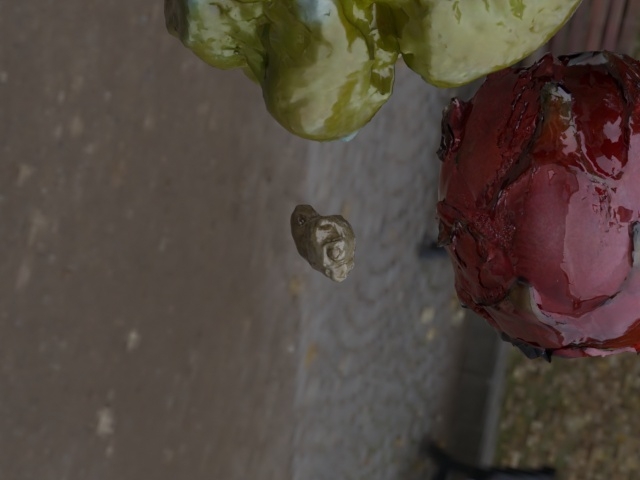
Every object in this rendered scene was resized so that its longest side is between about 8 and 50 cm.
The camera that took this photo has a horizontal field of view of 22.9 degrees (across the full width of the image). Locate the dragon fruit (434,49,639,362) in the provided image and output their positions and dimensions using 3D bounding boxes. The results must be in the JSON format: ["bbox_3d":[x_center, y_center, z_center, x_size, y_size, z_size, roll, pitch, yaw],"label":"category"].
[{"bbox_3d":[0.251,-0.038,1.554,0.295,0.296,0.301,-31,110,-71],"label":"dragon fruit"}]

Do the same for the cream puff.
[{"bbox_3d":[0.049,-0.242,1.008,0.378,0.276,0.378,-176,-90,-76],"label":"cream puff"}]

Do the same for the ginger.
[{"bbox_3d":[0.001,0.003,1.546,0.069,0.051,0.173,63,-11,-9],"label":"ginger"}]
